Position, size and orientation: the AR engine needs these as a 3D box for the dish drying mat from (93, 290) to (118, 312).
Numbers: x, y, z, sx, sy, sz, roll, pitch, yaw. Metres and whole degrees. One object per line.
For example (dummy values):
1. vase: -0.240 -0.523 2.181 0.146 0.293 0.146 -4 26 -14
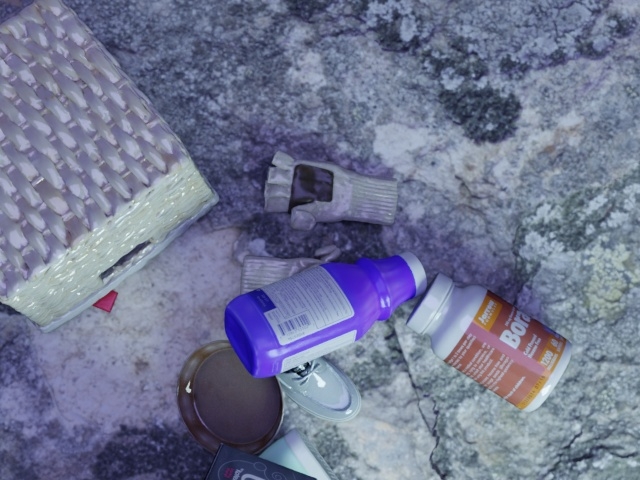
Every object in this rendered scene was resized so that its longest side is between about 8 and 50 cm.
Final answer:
1. dish drying mat: -0.337 0.075 1.657 0.083 0.008 0.032 22 80 0

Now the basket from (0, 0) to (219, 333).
1. basket: -0.367 -0.106 1.552 0.328 0.266 0.331 -38 81 -7

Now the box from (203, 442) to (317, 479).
1. box: -0.121 0.429 1.474 0.143 0.165 0.270 21 114 1

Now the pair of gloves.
1. pair of gloves: 0.000 0.000 1.663 0.204 0.042 0.240 14 81 -4

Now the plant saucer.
1. plant saucer: -0.123 0.221 1.604 0.168 0.029 0.168 2 97 21

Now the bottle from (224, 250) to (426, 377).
1. bottle: 0.012 0.090 1.571 0.283 0.092 0.118 -21 55 -23

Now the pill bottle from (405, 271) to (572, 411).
1. pill bottle: 0.235 0.139 1.616 0.216 0.121 0.121 32 81 2

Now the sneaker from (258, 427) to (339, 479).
1. sneaker: -0.020 0.404 1.584 0.151 0.094 0.256 -36 89 3

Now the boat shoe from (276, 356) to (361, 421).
1. boat shoe: -0.038 0.177 1.616 0.227 0.081 0.079 38 82 5
